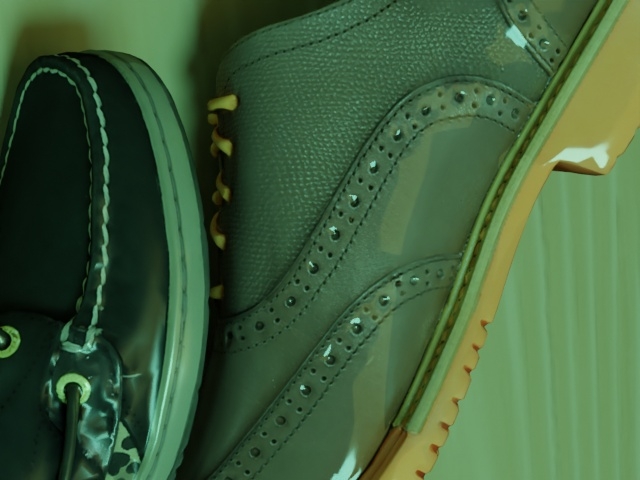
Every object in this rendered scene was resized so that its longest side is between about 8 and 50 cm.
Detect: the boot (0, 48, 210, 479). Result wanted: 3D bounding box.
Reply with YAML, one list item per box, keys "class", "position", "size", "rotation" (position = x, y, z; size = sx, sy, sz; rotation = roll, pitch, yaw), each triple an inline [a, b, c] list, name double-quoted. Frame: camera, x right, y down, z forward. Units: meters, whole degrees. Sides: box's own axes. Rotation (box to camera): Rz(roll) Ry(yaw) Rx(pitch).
- class: "boot"
  position: [-0.130, 0.054, 0.335]
  size: [0.178, 0.085, 0.237]
  rotation: [5, 95, -40]

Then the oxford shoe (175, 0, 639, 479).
- class: "oxford shoe"
  position: [0.000, 0.000, 0.444]
  size: [0.132, 0.130, 0.364]
  rotation: [33, 82, -8]
